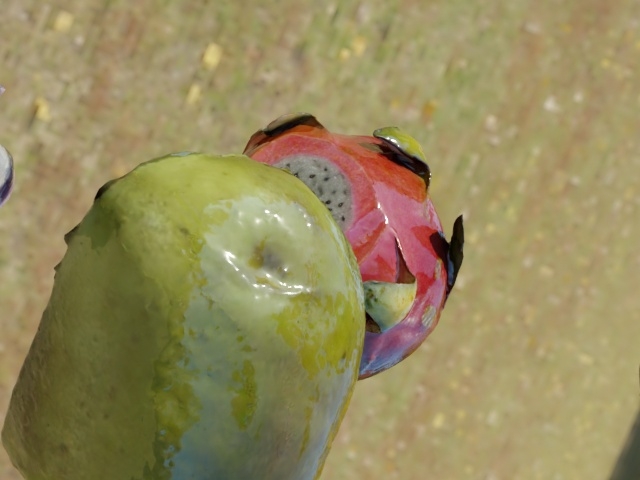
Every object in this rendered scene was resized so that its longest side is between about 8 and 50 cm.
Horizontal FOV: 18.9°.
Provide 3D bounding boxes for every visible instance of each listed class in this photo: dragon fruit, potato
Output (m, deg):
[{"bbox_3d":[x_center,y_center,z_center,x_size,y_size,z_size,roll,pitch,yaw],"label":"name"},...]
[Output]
[{"bbox_3d":[0.000,0.000,1.984,0.291,0.290,0.189,-62,170,-20],"label":"dragon fruit"},{"bbox_3d":[-0.078,0.088,1.616,0.330,0.213,0.280,-14,131,-27],"label":"potato"}]

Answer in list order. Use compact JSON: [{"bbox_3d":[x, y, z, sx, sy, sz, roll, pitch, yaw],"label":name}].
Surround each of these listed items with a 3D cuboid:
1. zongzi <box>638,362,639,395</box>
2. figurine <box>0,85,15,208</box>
[{"bbox_3d":[0.511,0.181,1.998,0.160,0.360,0.323,-64,173,-2],"label":"zongzi"},{"bbox_3d":[-0.369,-0.190,1.624,0.211,0.361,0.253,-43,134,21],"label":"figurine"}]
